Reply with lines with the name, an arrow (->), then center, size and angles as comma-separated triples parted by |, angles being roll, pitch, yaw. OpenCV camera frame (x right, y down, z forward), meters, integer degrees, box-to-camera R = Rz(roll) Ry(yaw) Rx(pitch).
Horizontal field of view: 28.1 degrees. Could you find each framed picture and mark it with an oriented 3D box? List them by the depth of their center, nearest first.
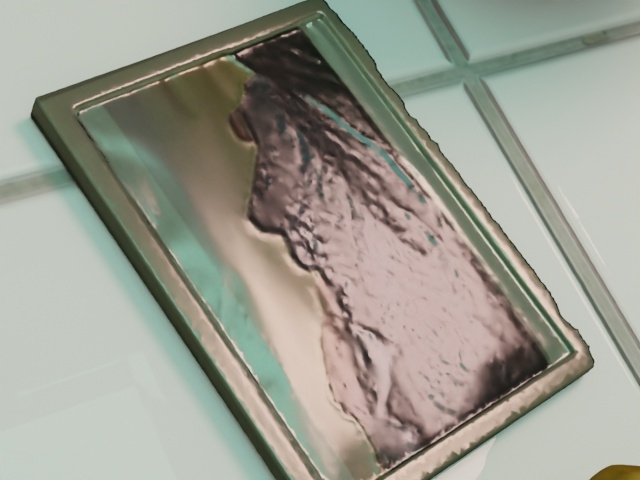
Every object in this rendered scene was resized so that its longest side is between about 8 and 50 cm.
framed picture -> 0.000, 0.000, 0.660 | 0.192, 0.018, 0.265 | -28, 74, -31

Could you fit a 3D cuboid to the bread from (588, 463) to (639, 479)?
bread -> 0.202, 0.183, 0.580 | 0.217, 0.098, 0.147 | 15, 57, -14
